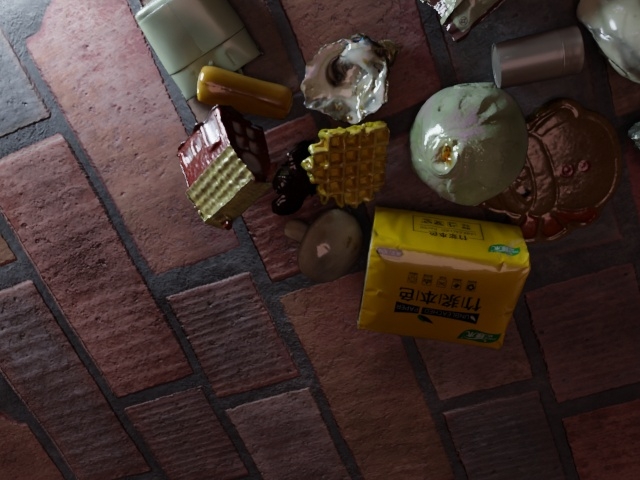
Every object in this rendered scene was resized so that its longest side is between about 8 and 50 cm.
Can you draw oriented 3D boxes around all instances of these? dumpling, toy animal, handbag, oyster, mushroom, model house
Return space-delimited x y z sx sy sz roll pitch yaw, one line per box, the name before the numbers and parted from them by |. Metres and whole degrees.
dumpling | 0.730 -0.462 1.134 0.318 0.187 0.243 37 116 -8
toy animal | -0.058 -0.148 1.345 0.116 0.179 0.218 23 106 -4
handbag | -0.283 -0.472 1.311 0.241 0.109 0.315 -26 120 16
oyster | 0.067 -0.394 1.290 0.222 0.083 0.214 15 109 5
mushroom | 0.000 0.000 1.412 0.215 0.207 0.207 28 116 31
handbag | 0.334 -0.583 1.157 0.235 0.127 0.213 -36 77 18
model house | -0.219 -0.162 1.295 0.196 0.254 0.160 -37 149 28

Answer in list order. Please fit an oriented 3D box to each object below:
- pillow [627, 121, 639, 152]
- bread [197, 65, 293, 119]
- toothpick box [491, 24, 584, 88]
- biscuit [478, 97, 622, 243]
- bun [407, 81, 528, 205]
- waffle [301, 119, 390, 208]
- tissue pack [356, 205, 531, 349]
pillow | 0.912 -0.243 1.229 0.310 0.138 0.283 -35 121 21
bread | -0.180 -0.356 1.301 0.239 0.074 0.093 9 118 -16
toothpick box | 0.496 -0.419 1.219 0.180 0.111 0.111 -10 110 11
biscuit | 0.558 -0.162 1.344 0.381 0.074 0.359 -15 107 8
bun | 0.331 -0.223 1.242 0.293 0.187 0.293 6 105 24
waffle | 0.058 -0.177 1.328 0.219 0.057 0.229 -11 126 -17
tissue pack | 0.301 0.095 1.365 0.382 0.228 0.293 8 123 3
